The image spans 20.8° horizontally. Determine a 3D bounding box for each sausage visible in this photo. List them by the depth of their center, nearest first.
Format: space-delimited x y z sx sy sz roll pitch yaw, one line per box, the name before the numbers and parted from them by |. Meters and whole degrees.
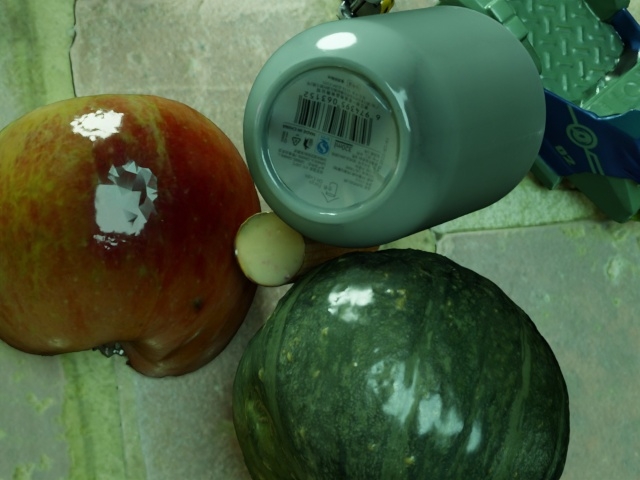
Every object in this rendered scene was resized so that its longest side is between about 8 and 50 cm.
sausage | 0.000 0.000 1.649 0.234 0.071 0.071 -9 76 -66

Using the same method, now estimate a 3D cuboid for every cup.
cup | 0.064 -0.105 1.580 0.205 0.205 0.312 63 25 3

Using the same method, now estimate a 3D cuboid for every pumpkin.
pumpkin | 0.061 0.153 1.545 0.291 0.328 0.257 26 61 -17

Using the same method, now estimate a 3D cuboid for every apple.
apple | -0.178 -0.012 1.591 0.293 0.163 0.251 0 75 -18

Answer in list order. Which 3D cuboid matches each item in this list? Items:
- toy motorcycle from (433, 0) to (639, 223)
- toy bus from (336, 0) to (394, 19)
toy motorcycle | 0.267 -0.167 1.773 0.191 0.200 0.326 -40 90 -24
toy bus | 0.032 -0.300 1.789 0.074 0.069 0.162 -28 87 -26
